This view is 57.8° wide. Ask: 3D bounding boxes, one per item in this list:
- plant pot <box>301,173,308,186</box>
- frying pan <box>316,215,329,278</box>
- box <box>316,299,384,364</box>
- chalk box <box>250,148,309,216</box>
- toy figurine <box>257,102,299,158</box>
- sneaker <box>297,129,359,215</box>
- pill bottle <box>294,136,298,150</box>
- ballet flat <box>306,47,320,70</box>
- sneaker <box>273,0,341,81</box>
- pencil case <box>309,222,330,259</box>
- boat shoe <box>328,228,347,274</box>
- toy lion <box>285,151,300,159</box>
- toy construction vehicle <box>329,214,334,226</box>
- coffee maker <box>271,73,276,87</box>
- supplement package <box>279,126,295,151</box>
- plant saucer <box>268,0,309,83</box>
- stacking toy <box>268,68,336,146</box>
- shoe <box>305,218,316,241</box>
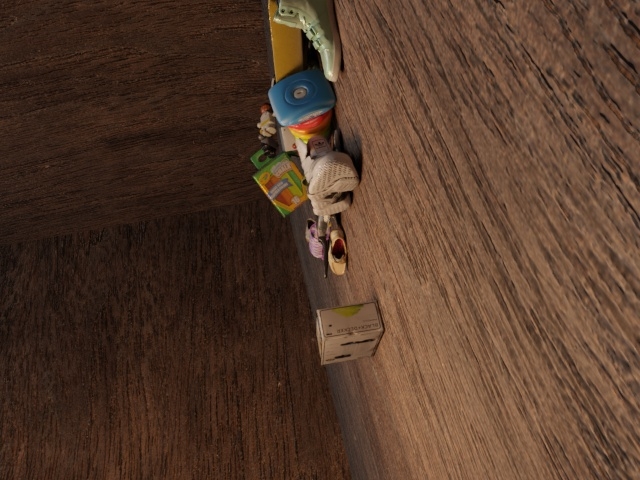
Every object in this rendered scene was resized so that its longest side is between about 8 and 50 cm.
[{"bbox_3d":[-0.029,-0.252,2.187,0.083,0.083,0.079,94,178,-66],"label":"plant pot"},{"bbox_3d":[0.010,-0.042,1.934,0.197,0.053,0.327,159,118,-87],"label":"frying pan"},{"bbox_3d":[0.076,0.265,1.633,0.290,0.169,0.087,90,171,-66],"label":"box"},{"bbox_3d":[-0.182,-0.271,2.526,0.289,0.180,0.179,51,179,-11],"label":"chalk box"},{"bbox_3d":[-0.132,-0.424,2.179,0.213,0.209,0.148,92,172,-60],"label":"toy figurine"},{"bbox_3d":[0.009,-0.208,1.554,0.366,0.137,0.211,91,165,-77],"label":"sneaker"},{"bbox_3d":[-0.040,-0.386,1.881,0.103,0.103,0.184,-111,12,-59],"label":"pill bottle"},{"bbox_3d":[-0.047,-0.564,1.834,0.188,0.070,0.070,-109,10,-55],"label":"ballet flat"},{"bbox_3d":[-0.036,-0.508,1.416,0.094,0.150,0.256,-148,46,-80],"label":"sneaker"},{"bbox_3d":[0.000,0.000,2.294,0.088,0.086,0.206,49,166,16],"label":"pencil case"},{"bbox_3d":[0.057,0.048,1.910,0.059,0.062,0.170,-99,3,-60],"label":"boat shoe"},{"bbox_3d":[-0.109,-0.382,2.574,0.096,0.100,0.034,-18,-60,-82],"label":"toy lion"},{"bbox_3d":[0.023,-0.110,2.083,0.098,0.035,0.086,86,171,-45],"label":"toy construction vehicle"},{"bbox_3d":[-0.091,-0.587,2.066,0.171,0.120,0.178,23,138,31],"label":"coffee maker"},{"bbox_3d":[-0.115,-0.439,2.475,0.179,0.105,0.105,-129,29,-79],"label":"supplement package"},{"bbox_3d":[-0.081,-0.636,1.686,0.333,0.080,0.333,87,-175,-52],"label":"plant saucer"},{"bbox_3d":[-0.026,-0.339,1.728,0.302,0.175,0.166,66,-178,-60],"label":"stacking toy"},{"bbox_3d":[-0.034,-0.043,2.527,0.219,0.076,0.058,-113,9,-72],"label":"shoe"}]
